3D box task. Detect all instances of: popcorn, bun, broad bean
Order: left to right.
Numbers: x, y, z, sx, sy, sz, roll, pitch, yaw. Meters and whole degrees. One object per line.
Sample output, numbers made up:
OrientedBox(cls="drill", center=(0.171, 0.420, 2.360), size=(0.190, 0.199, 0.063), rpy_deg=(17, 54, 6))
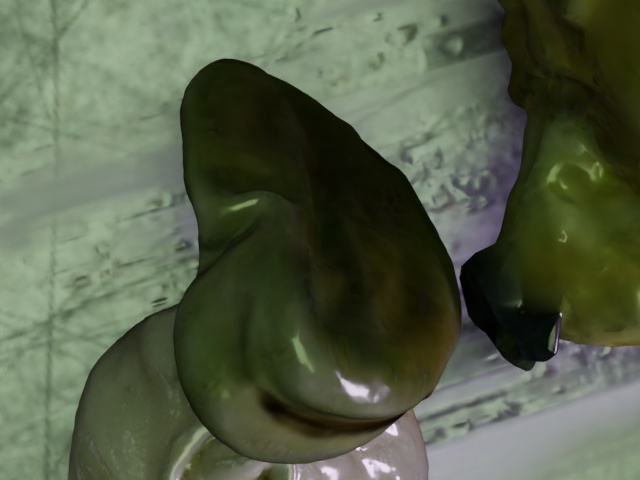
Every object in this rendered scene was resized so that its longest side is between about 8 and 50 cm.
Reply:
OrientedBox(cls="bun", center=(-0.029, 0.112, 0.673), size=(0.183, 0.102, 0.183), rpy_deg=(0, 90, -10))
OrientedBox(cls="broad bean", center=(-0.002, 0.001, 0.645), size=(0.153, 0.072, 0.207), rpy_deg=(34, 40, -29))
OrientedBox(cls="popcorn", center=(0.218, -0.094, 0.633), size=(0.237, 0.293, 0.293), rpy_deg=(-7, 90, -32))
